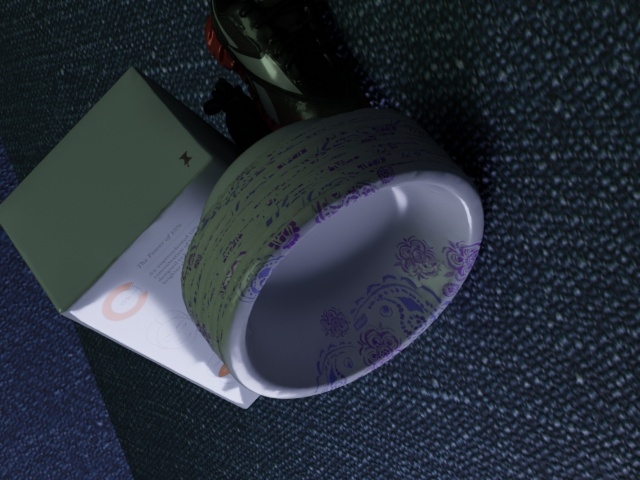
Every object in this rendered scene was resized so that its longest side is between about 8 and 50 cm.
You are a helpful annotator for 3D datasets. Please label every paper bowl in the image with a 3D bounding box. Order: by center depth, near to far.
[{"bbox_3d":[0.000,0.000,1.413,0.148,0.284,0.284,51,152,33],"label":"paper bowl"}]

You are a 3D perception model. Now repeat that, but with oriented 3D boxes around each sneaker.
[{"bbox_3d":[-0.034,-0.193,1.535,0.276,0.097,0.135,50,155,35],"label":"sneaker"}]

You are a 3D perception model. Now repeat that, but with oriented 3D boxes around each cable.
[{"bbox_3d":[-0.050,-0.101,1.633,0.184,0.047,0.150,40,-171,-10],"label":"cable"}]

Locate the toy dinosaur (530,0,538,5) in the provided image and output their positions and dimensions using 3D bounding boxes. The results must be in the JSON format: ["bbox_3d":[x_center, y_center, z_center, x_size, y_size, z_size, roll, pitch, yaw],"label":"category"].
[{"bbox_3d":[0.197,-0.283,0.982,0.313,0.121,0.160,98,154,-59],"label":"toy dinosaur"}]

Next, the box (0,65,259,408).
[{"bbox_3d":[-0.136,0.008,1.602,0.168,0.215,0.345,48,-174,36],"label":"box"}]
